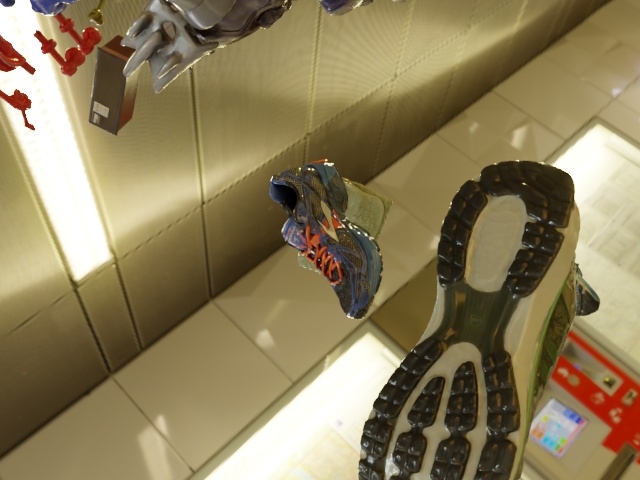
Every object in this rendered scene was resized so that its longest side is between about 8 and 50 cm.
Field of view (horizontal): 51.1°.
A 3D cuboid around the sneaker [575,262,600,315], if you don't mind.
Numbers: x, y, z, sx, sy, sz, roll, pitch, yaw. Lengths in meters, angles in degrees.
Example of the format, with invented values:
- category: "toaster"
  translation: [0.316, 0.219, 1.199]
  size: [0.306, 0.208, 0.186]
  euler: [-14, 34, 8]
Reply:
- category: "sneaker"
  translation: [0.350, 0.049, 0.953]
  size: [0.073, 0.162, 0.064]
  euler: [-3, -62, -15]

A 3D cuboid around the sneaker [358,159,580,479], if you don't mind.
- category: "sneaker"
  translation: [0.182, 0.137, 0.670]
  size: [0.182, 0.158, 0.411]
  euler: [31, -101, -44]

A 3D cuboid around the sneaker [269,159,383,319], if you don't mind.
- category: "sneaker"
  translation: [0.000, 0.000, 0.774]
  size: [0.087, 0.221, 0.083]
  euler: [-6, -40, -27]

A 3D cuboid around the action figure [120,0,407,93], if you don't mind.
- category: "action figure"
  translation: [-0.020, -0.174, 0.413]
  size: [0.185, 0.099, 0.285]
  euler: [-17, 11, 34]

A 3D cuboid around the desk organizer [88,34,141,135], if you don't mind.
- category: "desk organizer"
  translation: [-0.290, -0.220, 0.952]
  size: [0.130, 0.047, 0.050]
  euler: [-63, 1, 43]

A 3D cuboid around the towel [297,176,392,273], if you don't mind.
- category: "towel"
  translation: [0.028, -0.012, 0.912]
  size: [0.027, 0.110, 0.148]
  euler: [-38, -31, -61]

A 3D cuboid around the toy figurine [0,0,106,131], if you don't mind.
- category: "toy figurine"
  translation: [-0.261, -0.322, 0.781]
  size: [0.191, 0.217, 0.363]
  euler: [55, -143, -41]
